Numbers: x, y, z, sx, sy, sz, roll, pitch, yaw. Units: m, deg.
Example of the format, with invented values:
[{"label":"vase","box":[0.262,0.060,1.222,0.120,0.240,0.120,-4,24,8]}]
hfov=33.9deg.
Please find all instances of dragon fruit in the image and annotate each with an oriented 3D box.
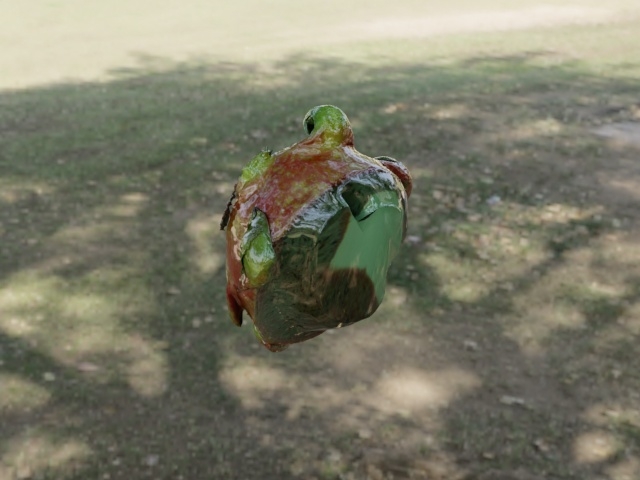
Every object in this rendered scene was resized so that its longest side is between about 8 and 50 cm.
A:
[{"label":"dragon fruit","box":[0.000,0.000,1.179,0.268,0.295,0.130,-17,39,-37]}]
